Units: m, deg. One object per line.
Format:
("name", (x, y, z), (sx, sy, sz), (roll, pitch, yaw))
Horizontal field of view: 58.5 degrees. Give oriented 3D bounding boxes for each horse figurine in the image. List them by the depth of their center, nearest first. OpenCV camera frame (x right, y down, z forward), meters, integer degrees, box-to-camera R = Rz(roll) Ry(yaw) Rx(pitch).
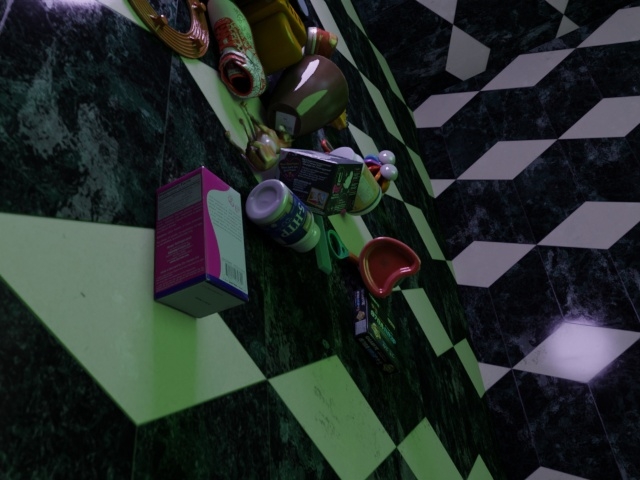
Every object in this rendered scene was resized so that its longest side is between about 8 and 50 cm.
("horse figurine", (-0.150, -0.244, 1.419), (0.174, 0.066, 0.263), (51, 25, -27))

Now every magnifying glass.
("magnifying glass", (0.071, 0.035, 1.753), (0.231, 0.026, 0.092), (37, 37, -55))

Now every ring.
("ring", (-0.351, -0.572, 1.282), (0.337, 0.032, 0.337), (52, 26, -39))

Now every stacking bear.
("stacking bear", (0.206, 0.088, 1.818), (0.164, 0.175, 0.289), (52, 0, 11))

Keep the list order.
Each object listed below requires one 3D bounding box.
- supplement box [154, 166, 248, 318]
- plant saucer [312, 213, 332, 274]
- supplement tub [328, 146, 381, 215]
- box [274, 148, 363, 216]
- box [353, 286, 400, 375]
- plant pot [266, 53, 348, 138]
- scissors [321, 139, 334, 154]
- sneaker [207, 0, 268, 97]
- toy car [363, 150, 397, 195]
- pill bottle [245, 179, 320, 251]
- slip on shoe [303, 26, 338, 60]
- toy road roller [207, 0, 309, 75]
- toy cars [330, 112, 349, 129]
("supplement box", (-0.204, 0.004, 0.976), (0.111, 0.113, 0.220), (39, 37, -51))
("plant saucer", (0.000, 0.000, 1.621), (0.067, 0.018, 0.192), (37, 37, -55))
("supplement tub", (0.099, -0.192, 1.872), (0.200, 0.144, 0.144), (51, 27, -39))
("box", (-0.005, -0.159, 1.500), (0.247, 0.163, 0.142), (-18, 124, -70))
("box", (0.169, 0.276, 1.725), (0.220, 0.051, 0.175), (53, 25, -35))
("plant pot", (-0.057, -0.386, 1.629), (0.215, 0.215, 0.230), (59, 37, -23))
("scissors", (0.083, -0.244, 2.054), (0.297, 0.021, 0.109), (45, 30, -45))
("sneaker", (-0.220, -0.487, 1.439), (0.270, 0.090, 0.145), (65, 18, -16))
("toy car", (0.217, -0.273, 2.286), (0.136, 0.159, 0.182), (15, 47, -19))
("pill bottle", (-0.080, -0.050, 1.335), (0.186, 0.111, 0.112), (42, 33, -49))
("slip on shoe", (-0.013, -0.506, 1.778), (0.331, 0.101, 0.123), (105, -12, -53))
("toy road roller", (-0.158, -0.606, 1.547), (0.329, 0.202, 0.241), (35, 39, -58))
("toy cars", (0.014, -0.554, 2.105), (0.176, 0.087, 0.394), (33, 37, -65))
